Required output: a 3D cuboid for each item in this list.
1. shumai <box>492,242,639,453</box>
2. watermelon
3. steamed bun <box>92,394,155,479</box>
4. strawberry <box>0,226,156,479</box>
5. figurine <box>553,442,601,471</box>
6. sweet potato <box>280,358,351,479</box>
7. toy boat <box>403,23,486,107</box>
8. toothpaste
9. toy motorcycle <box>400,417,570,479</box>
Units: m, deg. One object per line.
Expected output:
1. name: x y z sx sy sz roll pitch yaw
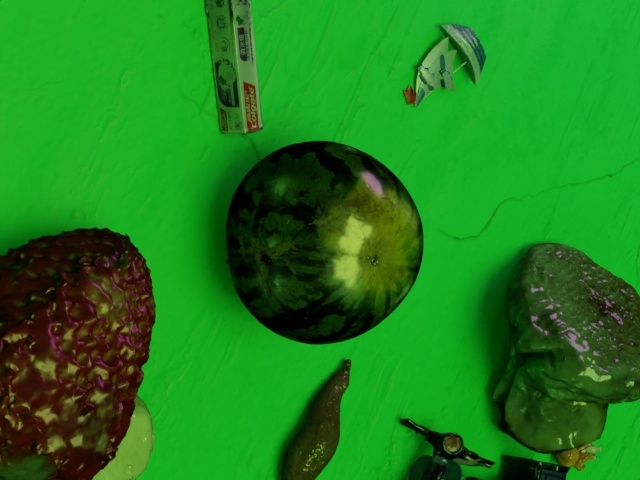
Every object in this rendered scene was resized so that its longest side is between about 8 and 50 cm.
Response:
1. shumai: 0.371 0.192 2.196 0.309 0.304 0.263 3 130 -39
2. watermelon: 0.004 0.000 1.817 0.269 0.269 0.269 -7 102 -36
3. steamed bun: -0.273 0.245 1.746 0.112 0.091 0.130 -17 119 -37
4. strawberry: -0.311 0.118 1.581 0.292 0.292 0.343 43 68 -34
5. figurine: 0.438 0.361 2.333 0.109 0.047 0.064 5 119 -43
6. sweet potato: 0.002 0.272 1.977 0.068 0.068 0.226 36 76 -35
7. toy boat: 0.177 -0.264 2.043 0.149 0.034 0.105 -19 113 -20
8. toothpaste: -0.113 -0.237 1.815 0.040 0.047 0.196 -21 111 -48
9. toy motorcycle: 0.228 0.402 2.140 0.358 0.125 0.212 17 79 -39
